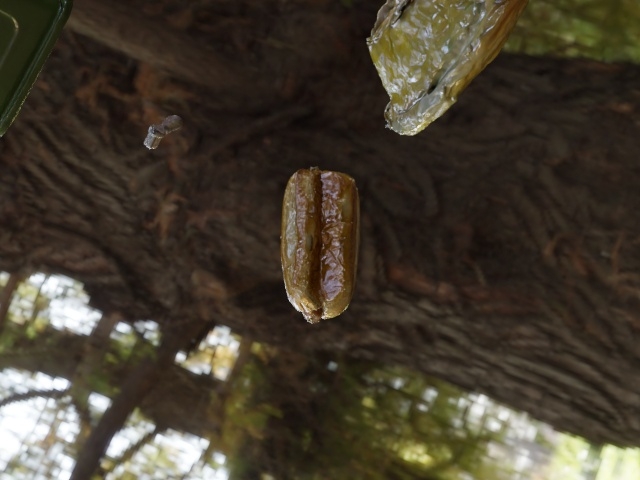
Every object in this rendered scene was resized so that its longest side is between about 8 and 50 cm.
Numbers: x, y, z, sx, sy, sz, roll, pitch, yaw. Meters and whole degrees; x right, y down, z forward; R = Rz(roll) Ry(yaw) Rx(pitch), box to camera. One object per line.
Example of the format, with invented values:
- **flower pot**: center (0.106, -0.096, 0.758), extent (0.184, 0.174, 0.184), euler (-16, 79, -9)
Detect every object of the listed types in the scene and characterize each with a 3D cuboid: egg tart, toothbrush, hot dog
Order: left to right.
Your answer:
- **toothbrush**: center (-0.234, -0.167, 1.666), extent (0.029, 0.025, 0.307), euler (-61, 6, 9)
- **hot dog**: center (0.000, 0.000, 1.400), extent (0.076, 0.102, 0.249), euler (101, 171, -50)
- **egg tart**: center (0.141, -0.266, 1.282), extent (0.315, 0.120, 0.315), euler (-56, 9, 14)

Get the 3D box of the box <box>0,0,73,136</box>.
- **box**: center (-0.513, -0.323, 1.550), extent (0.178, 0.329, 0.252), euler (17, -70, -43)
